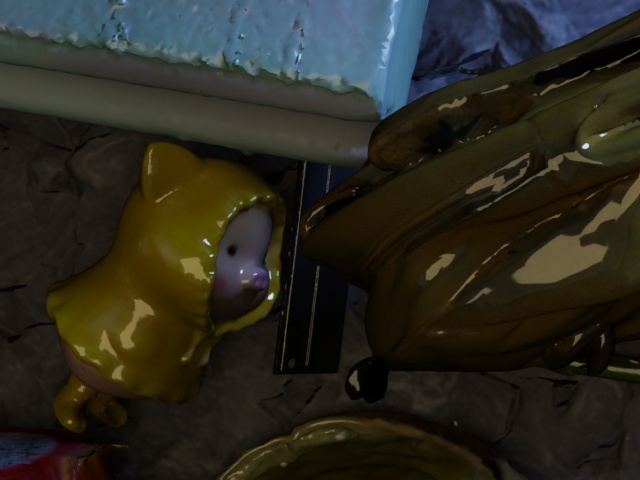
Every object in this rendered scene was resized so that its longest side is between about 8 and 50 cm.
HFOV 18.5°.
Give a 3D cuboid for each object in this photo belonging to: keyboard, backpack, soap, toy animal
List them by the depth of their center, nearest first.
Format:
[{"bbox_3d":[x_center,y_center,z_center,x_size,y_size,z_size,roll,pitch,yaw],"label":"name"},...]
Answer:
[{"bbox_3d":[0.178,-0.017,1.291,0.378,0.353,0.201,-24,77,11],"label":"backpack"},{"bbox_3d":[-0.143,-0.219,1.379,0.446,0.156,0.261,10,76,11],"label":"soap"},{"bbox_3d":[-0.118,0.038,1.432,0.156,0.156,0.230,34,101,5],"label":"toy animal"},{"bbox_3d":[0.000,0.000,1.456,0.011,0.067,0.202,13,98,46],"label":"keyboard"}]

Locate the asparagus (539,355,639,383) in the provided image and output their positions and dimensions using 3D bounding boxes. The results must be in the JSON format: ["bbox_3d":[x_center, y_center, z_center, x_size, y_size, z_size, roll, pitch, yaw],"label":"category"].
[{"bbox_3d":[0.202,0.089,1.445,0.248,0.024,0.025,9,53,9],"label":"asparagus"}]

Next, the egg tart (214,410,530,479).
[{"bbox_3d":[0.026,0.280,1.392,0.345,0.132,0.345,-4,71,12],"label":"egg tart"}]

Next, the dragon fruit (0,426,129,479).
[{"bbox_3d":[-0.223,0.247,1.437,0.224,0.224,0.227,7,106,9],"label":"dragon fruit"}]
